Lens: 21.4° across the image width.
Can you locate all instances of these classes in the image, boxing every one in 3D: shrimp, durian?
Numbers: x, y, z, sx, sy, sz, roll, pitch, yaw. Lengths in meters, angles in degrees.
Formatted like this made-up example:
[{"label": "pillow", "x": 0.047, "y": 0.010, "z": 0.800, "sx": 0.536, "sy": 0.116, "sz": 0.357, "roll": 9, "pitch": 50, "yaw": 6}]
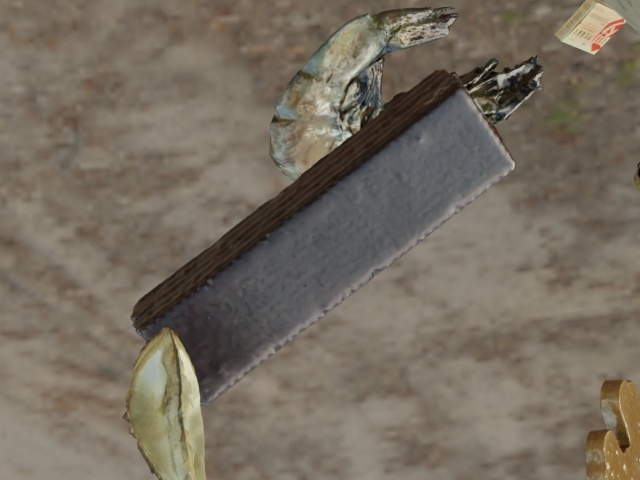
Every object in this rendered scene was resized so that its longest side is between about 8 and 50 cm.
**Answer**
[{"label": "shrimp", "x": 0.104, "y": -0.171, "z": 1.889, "sx": 0.365, "sy": 0.071, "sz": 0.233, "roll": -19, "pitch": 139, "yaw": -21}, {"label": "durian", "x": -0.089, "y": 0.121, "z": 1.102, "sx": 0.052, "sy": 0.130, "sz": 0.066, "roll": -1, "pitch": 166, "yaw": -37}]

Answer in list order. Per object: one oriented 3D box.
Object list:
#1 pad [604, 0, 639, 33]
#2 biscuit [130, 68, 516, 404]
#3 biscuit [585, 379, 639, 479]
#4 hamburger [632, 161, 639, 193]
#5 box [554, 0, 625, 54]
[{"label": "pad", "x": 0.221, "y": -0.291, "z": 1.508, "sx": 0.265, "sy": 0.159, "sz": 0.009, "roll": 35, "pitch": 130, "yaw": -30}, {"label": "biscuit", "x": 0.000, "y": 0.000, "z": 1.578, "sx": 0.388, "sy": 0.107, "sz": 0.073, "roll": -37, "pitch": -158, "yaw": 1}, {"label": "biscuit", "x": 0.315, "y": 0.249, "z": 1.697, "sx": 0.040, "sy": 0.144, "sz": 0.236, "roll": 0, "pitch": 131, "yaw": 32}, {"label": "hamburger", "x": 0.452, "y": -0.017, "z": 1.710, "sx": 0.144, "sy": 0.259, "sz": 0.283, "roll": -48, "pitch": 150, "yaw": 11}, {"label": "box", "x": 0.299, "y": -0.235, "z": 1.862, "sx": 0.058, "sy": 0.015, "sz": 0.093, "roll": -46, "pitch": 154, "yaw": 21}]
